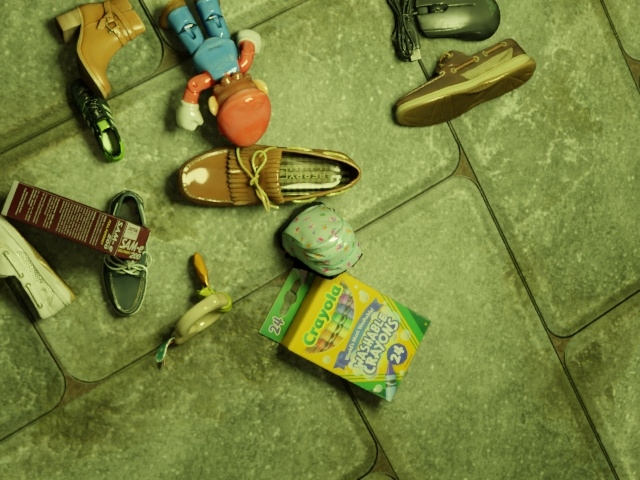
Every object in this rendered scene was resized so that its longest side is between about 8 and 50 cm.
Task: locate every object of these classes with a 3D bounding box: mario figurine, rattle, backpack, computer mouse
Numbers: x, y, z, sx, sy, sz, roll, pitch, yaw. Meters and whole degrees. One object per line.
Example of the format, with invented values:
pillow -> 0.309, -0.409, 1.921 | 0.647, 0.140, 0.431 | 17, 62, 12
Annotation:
mario figurine -> -0.211, -0.334, 1.705 | 0.198, 0.170, 0.321 | -27, 84, 22
rattle -> -0.293, 0.146, 1.724 | 0.199, 0.130, 0.143 | -39, 93, 15
backpack -> 0.000, 0.000, 1.739 | 0.152, 0.182, 0.115 | -44, 129, -7
computer mouse -> 0.292, -0.501, 1.856 | 0.272, 0.072, 0.189 | -9, 84, -19

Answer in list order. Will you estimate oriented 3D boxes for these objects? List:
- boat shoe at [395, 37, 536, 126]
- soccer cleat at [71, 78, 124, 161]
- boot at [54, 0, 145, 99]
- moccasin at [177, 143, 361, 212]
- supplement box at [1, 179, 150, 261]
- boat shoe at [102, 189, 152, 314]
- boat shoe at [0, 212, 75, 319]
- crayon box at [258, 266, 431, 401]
boat shoe -> 0.308, -0.363, 1.873 | 0.342, 0.123, 0.123 | -24, 69, -7
soccer cleat -> -0.436, -0.240, 1.653 | 0.060, 0.072, 0.179 | -28, 101, -14
boot -> -0.411, -0.384, 1.637 | 0.152, 0.073, 0.197 | -25, 85, -21
moccasin -> -0.103, -0.128, 1.725 | 0.380, 0.147, 0.139 | 2, 94, -17
supplement box -> -0.459, -0.035, 1.581 | 0.239, 0.130, 0.073 | 19, 87, 10
boat shoe -> -0.387, 0.027, 1.680 | 0.095, 0.079, 0.255 | 5, 91, -16
boat shoe -> -0.594, 0.037, 1.606 | 0.096, 0.098, 0.277 | -41, 105, -12
crayon box -> 0.056, 0.190, 1.827 | 0.323, 0.083, 0.203 | 29, 84, -16
